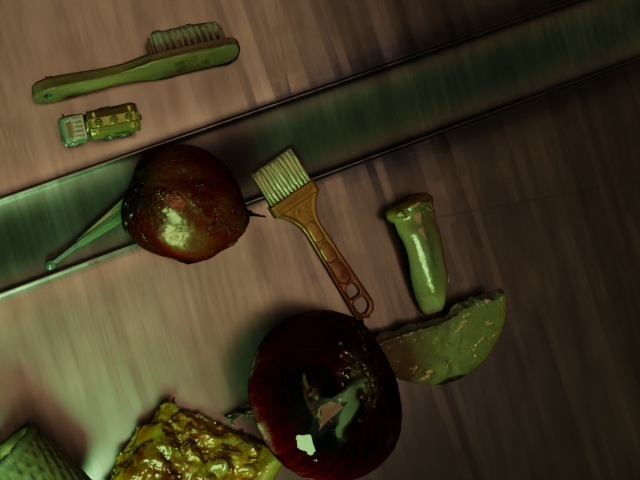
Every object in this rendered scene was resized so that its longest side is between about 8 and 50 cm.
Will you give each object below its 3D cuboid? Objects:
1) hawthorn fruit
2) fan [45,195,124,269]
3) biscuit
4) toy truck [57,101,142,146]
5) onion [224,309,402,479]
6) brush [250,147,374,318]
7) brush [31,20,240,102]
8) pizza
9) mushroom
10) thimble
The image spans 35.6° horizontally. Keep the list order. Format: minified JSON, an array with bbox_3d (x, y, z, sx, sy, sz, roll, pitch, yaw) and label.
[{"bbox_3d":[-0.184,-0.051,1.526,0.235,0.181,0.181,10,88,-25],"label":"hawthorn fruit"},{"bbox_3d":[-0.349,-0.016,1.558,0.193,0.016,0.038,-39,103,-12],"label":"fan"},{"bbox_3d":[0.212,0.180,1.697,0.249,0.032,0.133,-21,114,-11],"label":"biscuit"},{"bbox_3d":[-0.338,-0.179,1.533,0.123,0.063,0.052,-13,95,-15],"label":"toy truck"},{"bbox_3d":[-0.010,0.254,1.577,0.273,0.285,0.273,27,48,-34],"label":"onion"},{"bbox_3d":[0.000,0.000,1.657,0.090,0.017,0.314,-34,101,-12],"label":"brush"},{"bbox_3d":[-0.288,-0.280,1.550,0.327,0.070,0.065,-17,77,-13],"label":"brush"},{"bbox_3d":[-0.225,0.365,1.568,0.335,0.086,0.226,-16,97,-13],"label":"pizza"},{"bbox_3d":[0.171,0.025,1.681,0.084,0.071,0.209,-17,99,-9],"label":"mushroom"},{"bbox_3d":[-0.450,0.397,1.413,0.271,0.271,0.150,-44,99,-10],"label":"thimble"}]
